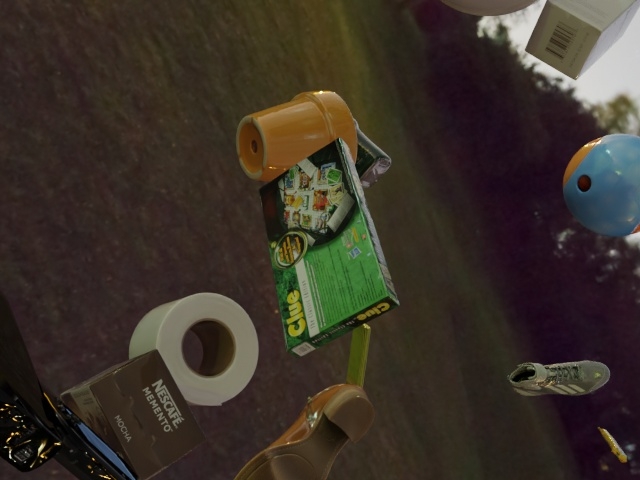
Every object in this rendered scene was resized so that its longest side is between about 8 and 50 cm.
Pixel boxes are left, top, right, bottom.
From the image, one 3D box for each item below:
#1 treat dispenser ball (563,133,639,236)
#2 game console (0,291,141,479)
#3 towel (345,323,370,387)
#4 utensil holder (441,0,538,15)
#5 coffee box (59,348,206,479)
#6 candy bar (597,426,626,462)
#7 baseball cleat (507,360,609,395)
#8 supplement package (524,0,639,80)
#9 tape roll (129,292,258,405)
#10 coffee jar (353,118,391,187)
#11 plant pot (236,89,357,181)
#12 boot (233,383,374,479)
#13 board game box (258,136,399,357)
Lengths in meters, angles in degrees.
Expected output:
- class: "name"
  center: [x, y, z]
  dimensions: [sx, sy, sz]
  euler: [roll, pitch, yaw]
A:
- class: "treat dispenser ball"
  center: [0.831, -0.154, 1.925]
  dimensions: [0.288, 0.288, 0.288]
  euler: [-22, 90, -78]
- class: "game console"
  center: [-0.250, 0.148, 0.629]
  dimensions: [0.213, 0.044, 0.361]
  euler: [42, -18, 44]
- class: "towel"
  center: [0.085, 0.318, 1.716]
  dimensions: [0.102, 0.021, 0.237]
  euler: [-152, -111, -71]
- class: "utensil holder"
  center: [0.251, -0.556, 1.113]
  dimensions: [0.385, 0.328, 0.327]
  euler: [-22, 90, -64]
- class: "coffee box"
  center: [-0.323, 0.294, 1.146]
  dimensions: [0.297, 0.119, 0.168]
  euler: [-26, -89, 58]
- class: "candy bar"
  center: [0.645, 0.449, 1.519]
  dimensions: [0.040, 0.018, 0.161]
  euler: [47, 10, 6]
- class: "baseball cleat"
  center: [0.505, 0.293, 1.466]
  dimensions: [0.109, 0.206, 0.072]
  euler: [42, 38, -51]
- class: "supplement package"
  center: [0.443, -0.368, 1.145]
  dimensions: [0.105, 0.179, 0.105]
  euler: [38, -32, 19]
- class: "tape roll"
  center: [-0.286, 0.248, 1.549]
  dimensions: [0.246, 0.169, 0.245]
  euler: [9, 75, -34]
- class: "coffee jar"
  center: [0.073, -0.213, 1.581]
  dimensions: [0.184, 0.096, 0.079]
  euler: [53, 22, 26]
- class: "plant pot"
  center: [-0.060, -0.197, 1.399]
  dimensions: [0.188, 0.205, 0.205]
  euler: [-12, 76, -33]
- class: "boot"
  center: [-0.038, 0.344, 1.174]
  dimensions: [0.109, 0.283, 0.220]
  euler: [47, -10, -2]
- class: "board game box"
  center: [0.000, 0.000, 0.822]
  dimensions: [0.030, 0.136, 0.259]
  euler: [44, 25, -45]
